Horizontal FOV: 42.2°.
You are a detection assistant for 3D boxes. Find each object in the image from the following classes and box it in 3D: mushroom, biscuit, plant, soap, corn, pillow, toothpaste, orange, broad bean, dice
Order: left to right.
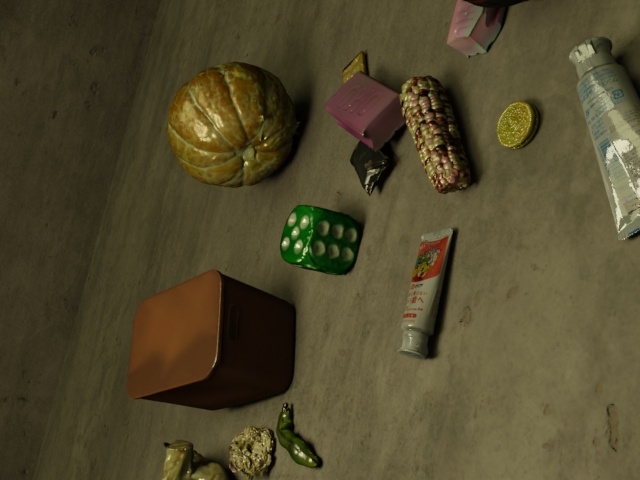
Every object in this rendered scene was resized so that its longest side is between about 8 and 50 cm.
[{"bbox_3d":[-0.286,0.612,1.927,0.217,0.211,0.292,38,-128,-76],"label":"mushroom"},{"bbox_3d":[-0.217,-0.280,2.055,0.329,0.329,0.249,-59,41,23],"label":"orange"},{"bbox_3d":[-0.148,0.476,1.825,0.116,0.104,0.122,-52,-26,-42],"label":"plant"},{"bbox_3d":[-0.057,0.414,1.710,0.061,0.046,0.195,-65,29,18],"label":"broad bean"},{"bbox_3d":[0.000,0.000,1.742,0.120,0.128,0.131,8,81,59],"label":"dice"},{"bbox_3d":[0.079,-0.385,1.916,0.083,0.018,0.081,-41,43,44],"label":"biscuit"},{"bbox_3d":[0.100,-0.276,1.744,0.122,0.065,0.203,-45,34,1],"label":"soap"},{"bbox_3d":[0.104,-0.167,1.735,0.090,0.048,0.150,-47,33,18],"label":"pillow"},{"bbox_3d":[0.187,0.092,1.471,0.089,0.057,0.234,-16,54,57],"label":"toothpaste"},{"bbox_3d":[0.214,-0.196,1.536,0.092,0.092,0.281,-46,43,38],"label":"corn"},{"bbox_3d":[0.293,-0.423,1.543,0.100,0.056,0.149,7,81,62],"label":"soap"},{"bbox_3d":[0.331,-0.194,1.395,0.084,0.023,0.084,-31,51,49],"label":"biscuit"},{"bbox_3d":[0.428,-0.154,1.181,0.114,0.073,0.299,-38,52,44],"label":"toothpaste"}]

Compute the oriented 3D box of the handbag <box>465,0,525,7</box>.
[{"bbox_3d":[0.304,-0.473,1.392,0.169,0.215,0.155,18,109,63],"label":"handbag"}]

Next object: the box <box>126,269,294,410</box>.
[{"bbox_3d":[-0.245,0.243,1.881,0.339,0.229,0.240,-23,55,42],"label":"box"}]
